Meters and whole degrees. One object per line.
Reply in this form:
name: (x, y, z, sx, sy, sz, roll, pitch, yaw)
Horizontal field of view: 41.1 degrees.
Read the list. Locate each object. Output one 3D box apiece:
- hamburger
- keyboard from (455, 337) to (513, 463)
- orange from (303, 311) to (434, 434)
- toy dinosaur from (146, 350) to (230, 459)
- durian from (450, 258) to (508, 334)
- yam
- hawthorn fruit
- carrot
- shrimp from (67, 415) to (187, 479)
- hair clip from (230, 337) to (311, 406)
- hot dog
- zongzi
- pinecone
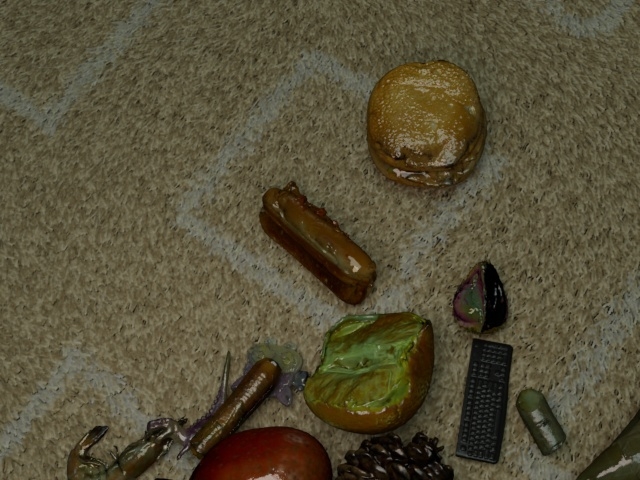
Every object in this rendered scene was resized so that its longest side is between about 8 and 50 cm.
hamburger: (0.255, -0.271, 2.056, 0.289, 0.170, 0.314, 2, 71, 9)
keyboard: (0.350, 0.399, 1.864, 0.103, 0.041, 0.381, 9, 70, 9)
orange: (0.111, 0.283, 1.829, 0.262, 0.196, 0.335, -1, 42, 18)
toy dinosaur: (-0.240, 0.396, 1.879, 0.251, 0.072, 0.200, -37, 87, -15)
durian: (0.357, 0.144, 1.945, 0.108, 0.119, 0.187, -17, 59, 39)
yam: (0.474, 0.388, 1.843, 0.069, 0.070, 0.146, -24, 71, -4)
hawthorn fruit: (-0.152, 0.508, 1.720, 0.369, 0.285, 0.285, 9, 70, -4)
carrot: (-0.183, 0.362, 1.841, 0.070, 0.070, 0.260, 37, 68, 16)
shrimp: (-0.440, 0.459, 1.905, 0.296, 0.058, 0.169, -40, 69, -6)
hair clip: (-0.097, 0.298, 1.934, 0.187, 0.056, 0.146, 15, 65, 13)
hot dog: (0.000, 0.000, 1.990, 0.349, 0.158, 0.117, 40, 59, 21)
zongzi: (0.708, 0.352, 1.791, 0.393, 0.174, 0.356, -3, 65, 10)
pinecone: (0.162, 0.508, 1.742, 0.257, 0.243, 0.243, -22, 69, -8)
